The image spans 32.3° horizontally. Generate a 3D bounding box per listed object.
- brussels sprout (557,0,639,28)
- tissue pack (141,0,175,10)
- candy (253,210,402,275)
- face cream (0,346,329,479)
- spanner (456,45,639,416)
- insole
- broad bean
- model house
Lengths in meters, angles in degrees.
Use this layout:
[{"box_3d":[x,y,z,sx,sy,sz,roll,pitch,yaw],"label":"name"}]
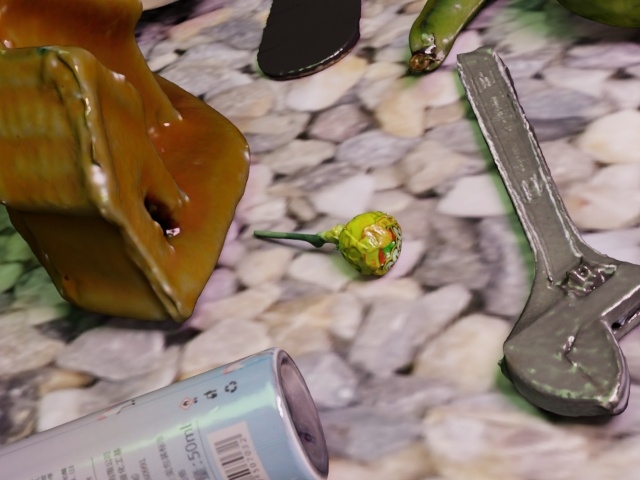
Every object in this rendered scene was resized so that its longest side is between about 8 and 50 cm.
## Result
[{"box_3d":[0.221,-0.208,0.699,0.183,0.131,0.145,-9,22,23],"label":"brussels sprout"},{"box_3d":[-0.228,-0.432,0.958,0.205,0.405,0.332,-15,37,21],"label":"tissue pack"},{"box_3d":[0.000,0.000,0.679,0.123,0.035,0.035,3,38,44],"label":"candy"},{"box_3d":[-0.113,0.126,0.566,0.229,0.075,0.075,-20,40,8],"label":"face cream"},{"box_3d":[0.121,-0.023,0.635,0.093,0.026,0.325,-21,38,9],"label":"spanner"},{"box_3d":[0.012,-0.248,0.948,0.119,0.009,0.348,-11,42,22],"label":"insole"},{"box_3d":[0.129,-0.191,0.797,0.227,0.039,0.069,-47,37,-20],"label":"broad bean"},{"box_3d":[-0.162,-0.101,0.709,0.173,0.239,0.268,-39,40,-14],"label":"model house"}]
